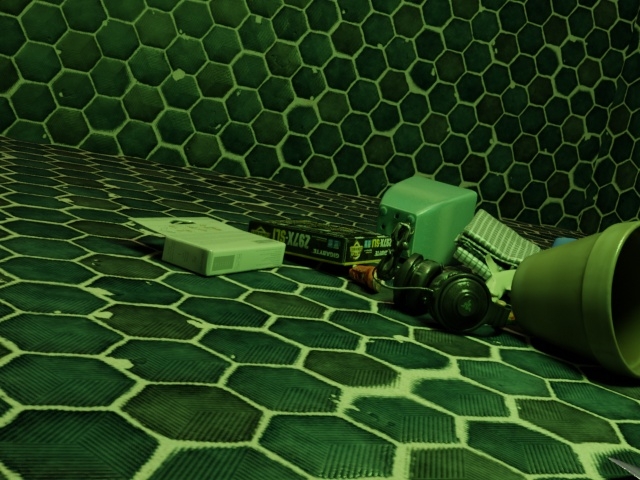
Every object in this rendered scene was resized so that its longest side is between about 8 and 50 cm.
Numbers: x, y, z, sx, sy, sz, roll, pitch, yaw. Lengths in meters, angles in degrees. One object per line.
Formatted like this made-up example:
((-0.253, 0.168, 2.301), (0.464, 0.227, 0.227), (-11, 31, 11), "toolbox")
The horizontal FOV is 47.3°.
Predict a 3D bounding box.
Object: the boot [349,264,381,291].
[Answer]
((0.111, 0.090, 1.803), (0.084, 0.059, 0.158), (9, 2, 2), "boot")

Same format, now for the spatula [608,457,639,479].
((0.529, 0.332, 1.032), (0.296, 0.030, 0.084), (7, 13, -30), "spatula")

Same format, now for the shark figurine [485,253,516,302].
((0.524, 0.130, 1.957), (0.278, 0.116, 0.166), (0, 47, -19), "shark figurine")

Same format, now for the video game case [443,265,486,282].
((0.424, 0.117, 2.105), (0.201, 0.023, 0.183), (18, 12, 32), "video game case")

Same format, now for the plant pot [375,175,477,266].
((0.305, -0.049, 2.290), (0.248, 0.247, 0.252), (20, 22, 38), "plant pot")

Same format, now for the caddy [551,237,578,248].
((0.758, 0.129, 2.017), (0.341, 0.179, 0.241), (17, -11, 22), "caddy")

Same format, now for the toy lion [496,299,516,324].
((0.427, 0.175, 1.777), (0.100, 0.034, 0.096), (10, 18, -11), "toy lion")

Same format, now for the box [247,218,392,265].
((0.000, 0.000, 2.001), (0.322, 0.079, 0.257), (11, 6, 32), "box")

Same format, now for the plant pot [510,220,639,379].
((0.584, 0.125, 1.587), (0.323, 0.323, 0.280), (4, -5, -38), "plant pot")

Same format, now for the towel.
((0.515, 0.026, 2.120), (0.235, 0.121, 0.283), (36, 22, 8), "towel")

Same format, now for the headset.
((0.267, 0.088, 1.616), (0.394, 0.185, 0.243), (18, 3, -42), "headset")

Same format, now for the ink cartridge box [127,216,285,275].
((-0.271, 0.008, 1.750), (0.261, 0.066, 0.296), (18, 11, 29), "ink cartridge box")
